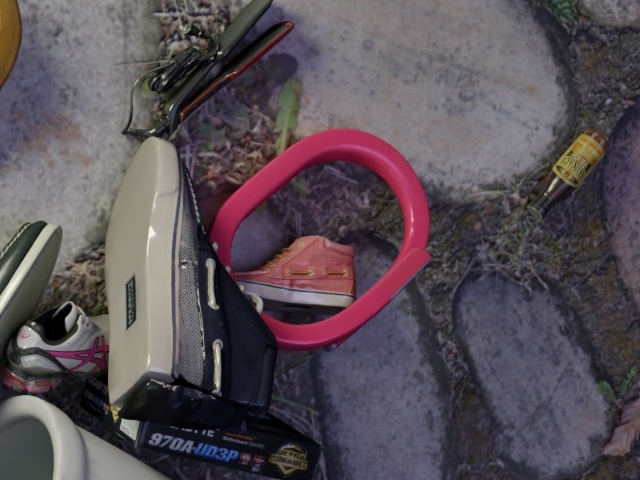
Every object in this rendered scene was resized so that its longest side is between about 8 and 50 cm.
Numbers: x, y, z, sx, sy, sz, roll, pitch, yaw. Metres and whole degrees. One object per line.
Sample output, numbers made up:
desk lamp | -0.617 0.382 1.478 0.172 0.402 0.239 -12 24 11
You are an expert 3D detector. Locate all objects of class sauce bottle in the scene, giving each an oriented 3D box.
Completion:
sauce bottle | 0.305 -0.079 2.266 0.042 0.042 0.128 46 75 -26

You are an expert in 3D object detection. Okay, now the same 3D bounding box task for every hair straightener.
hair straightener | -0.137 -0.199 2.019 0.230 0.047 0.089 -41 114 -11

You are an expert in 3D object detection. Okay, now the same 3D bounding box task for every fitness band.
fitness band | 0.000 0.000 2.062 0.291 0.054 0.209 -41 85 -25

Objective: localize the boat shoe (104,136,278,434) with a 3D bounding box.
boat shoe | -0.134 0.054 1.941 0.158 0.127 0.340 19 52 -27

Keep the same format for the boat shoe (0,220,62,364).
boat shoe | -0.390 0.112 1.896 0.113 0.127 0.340 29 90 8

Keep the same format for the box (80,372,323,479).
box | -0.132 0.203 2.008 0.220 0.175 0.051 17 92 -28

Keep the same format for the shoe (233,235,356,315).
shoe | -0.043 0.036 2.097 0.178 0.063 0.081 6 73 -17

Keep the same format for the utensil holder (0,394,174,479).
utensil holder | -0.224 0.392 1.915 0.385 0.327 0.328 34 82 -31

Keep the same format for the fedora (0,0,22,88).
fedora | -0.399 -0.213 1.853 0.194 0.079 0.194 -7 107 -24

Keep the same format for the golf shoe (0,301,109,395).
golf shoe | -0.260 0.103 1.941 0.186 0.067 0.086 -22 139 -60
